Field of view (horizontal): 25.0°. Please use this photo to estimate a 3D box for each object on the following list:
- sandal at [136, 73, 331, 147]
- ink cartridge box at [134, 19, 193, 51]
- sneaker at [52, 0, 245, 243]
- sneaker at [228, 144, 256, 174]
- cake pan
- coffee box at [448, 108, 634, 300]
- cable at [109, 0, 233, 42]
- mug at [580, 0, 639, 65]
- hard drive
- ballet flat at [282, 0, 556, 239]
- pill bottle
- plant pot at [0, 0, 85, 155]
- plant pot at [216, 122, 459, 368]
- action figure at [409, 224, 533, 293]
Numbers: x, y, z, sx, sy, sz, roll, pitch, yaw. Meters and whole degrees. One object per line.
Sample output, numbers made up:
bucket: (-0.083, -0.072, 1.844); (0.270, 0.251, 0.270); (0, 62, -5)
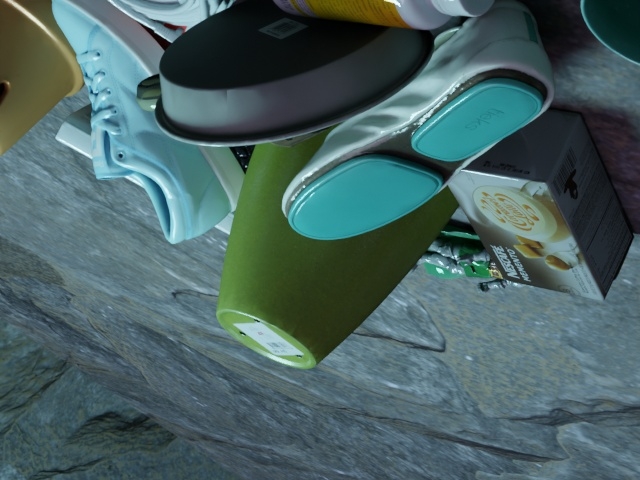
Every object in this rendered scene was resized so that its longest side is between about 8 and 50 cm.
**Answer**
sandal: (-0.060, -0.152, 1.663); (0.302, 0.086, 0.120); (1, -166, 10)
ink cartridge box: (-0.160, -0.228, 1.790); (0.224, 0.056, 0.181); (29, 159, -7)
sneaker: (-0.242, -0.155, 1.815); (0.366, 0.150, 0.135); (53, 161, -10)
sneaker: (-0.125, -0.120, 1.998); (0.234, 0.084, 0.097); (25, -177, 12)
cake pan: (-0.034, -0.187, 1.447); (0.293, 0.293, 0.054); (10, 128, 40)
coffee box: (0.249, -0.044, 1.642); (0.141, 0.098, 0.246); (14, 155, 34)
cable: (-0.194, -0.333, 1.534); (0.257, 0.089, 0.257); (30, 158, -4)
mug: (0.302, -0.213, 1.180); (0.157, 0.097, 0.129); (5, 149, 44)
hard drive: (-0.210, -0.097, 2.038); (0.307, 0.040, 0.203); (30, -168, -3)
ballet flat: (0.101, -0.125, 1.515); (0.139, 0.139, 0.400); (35, 142, -18)
pill bottle: (0.058, -0.260, 1.346); (0.215, 0.117, 0.117); (13, 155, 36)
plant pot: (-0.459, -0.243, 1.913); (0.291, 0.203, 0.291); (23, 159, 9)
plant pot: (0.000, 0.000, 1.780); (0.275, 0.293, 0.275); (24, 159, 10)
action figure: (0.215, 0.027, 1.915); (0.232, 0.063, 0.137); (8, 149, 34)
